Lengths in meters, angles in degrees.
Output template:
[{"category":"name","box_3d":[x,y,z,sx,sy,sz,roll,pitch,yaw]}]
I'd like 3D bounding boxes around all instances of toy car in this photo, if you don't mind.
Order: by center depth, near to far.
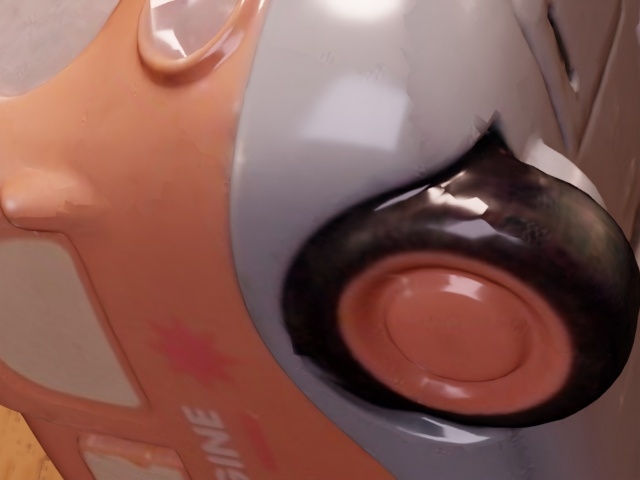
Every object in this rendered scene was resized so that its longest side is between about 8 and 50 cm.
[{"category":"toy car","box_3d":[0.000,0.000,0.487,0.212,0.180,0.270,1,135,23]}]
